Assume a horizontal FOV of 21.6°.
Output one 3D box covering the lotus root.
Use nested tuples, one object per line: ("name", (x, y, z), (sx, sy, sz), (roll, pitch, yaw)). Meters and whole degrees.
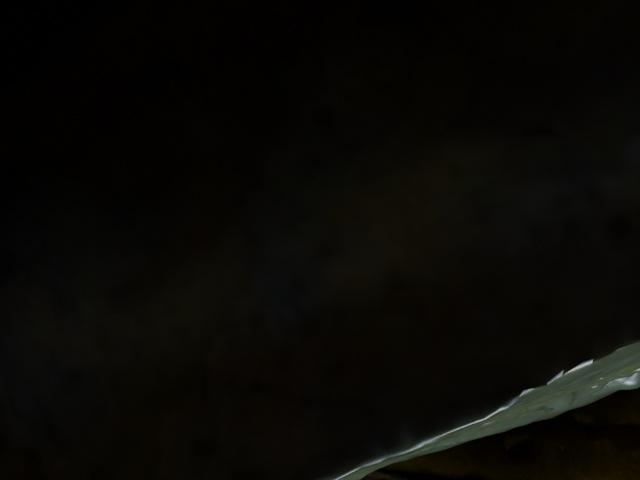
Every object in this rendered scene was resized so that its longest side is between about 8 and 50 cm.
("lotus root", (-0.009, 0.006, 0.465), (0.260, 0.149, 0.267), (-21, 170, 11))

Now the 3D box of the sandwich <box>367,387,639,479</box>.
("sandwich", (0.148, 0.064, 0.769), (0.273, 0.095, 0.249), (2, 178, -42))
